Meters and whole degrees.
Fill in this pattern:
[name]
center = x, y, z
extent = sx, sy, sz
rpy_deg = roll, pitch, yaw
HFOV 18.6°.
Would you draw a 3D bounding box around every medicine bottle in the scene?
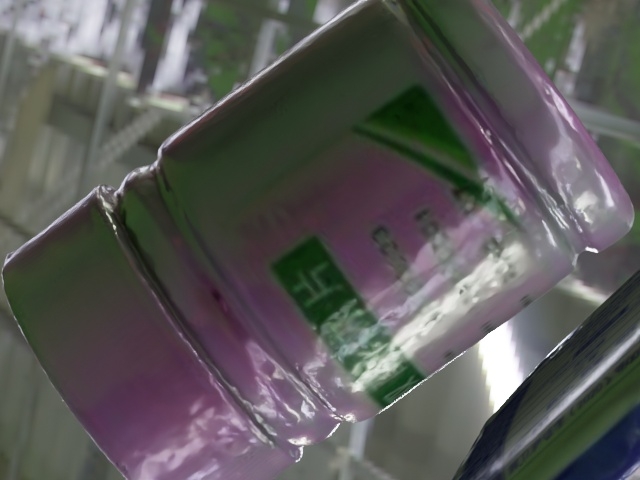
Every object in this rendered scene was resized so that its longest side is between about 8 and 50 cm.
[medicine bottle]
center = 0.000, 0.000, 1.167
extent = 0.325, 0.212, 0.212
rpy_deg = -35, -140, 3

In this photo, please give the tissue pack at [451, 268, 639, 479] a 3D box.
[tissue pack]
center = 0.175, 0.048, 0.676
extent = 0.269, 0.137, 0.209
rpy_deg = -44, 176, 16
